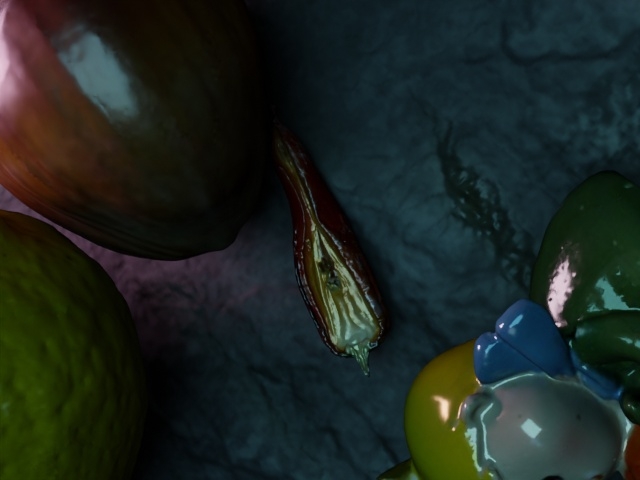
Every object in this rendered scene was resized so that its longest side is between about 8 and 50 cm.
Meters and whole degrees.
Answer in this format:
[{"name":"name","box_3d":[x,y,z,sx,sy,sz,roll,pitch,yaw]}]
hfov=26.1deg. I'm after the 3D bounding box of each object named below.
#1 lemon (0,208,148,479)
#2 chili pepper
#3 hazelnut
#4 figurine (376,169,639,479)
[{"name":"lemon","box_3d":[-0.236,0.115,0.839,0.253,0.253,0.310,32,119,18]},{"name":"chili pepper","box_3d":[0.000,0.000,0.853,0.045,0.027,0.178,-25,84,18]},{"name":"hazelnut","box_3d":[-0.115,-0.093,0.825,0.210,0.210,0.186,2,66,22]},{"name":"figurine","box_3d":[0.150,0.096,0.754,0.185,0.127,0.234,36,95,11]}]
